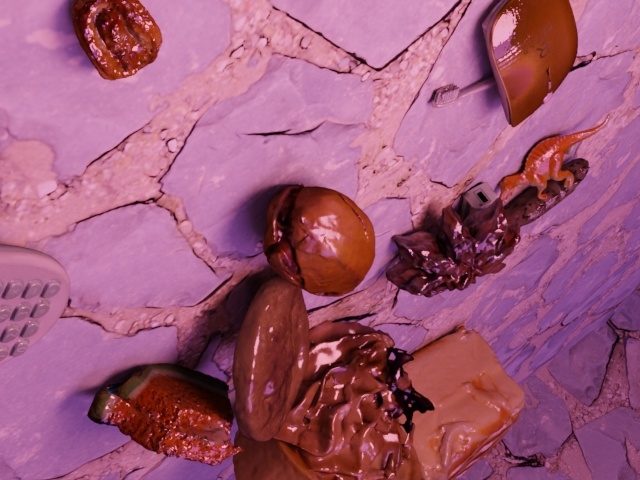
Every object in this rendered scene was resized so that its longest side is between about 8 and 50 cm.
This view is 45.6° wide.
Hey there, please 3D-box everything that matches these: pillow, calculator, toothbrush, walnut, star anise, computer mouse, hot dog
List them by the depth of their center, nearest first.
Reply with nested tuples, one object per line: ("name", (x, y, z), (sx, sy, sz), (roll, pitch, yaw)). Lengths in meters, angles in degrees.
("hot dog", (-0.153, -0.155, 0.579), (0.058, 0.035, 0.083), (-34, 154, -5))
("calculator", (-0.355, 0.074, 0.666), (0.295, 0.042, 0.184), (-6, 138, -54))
("walnut", (0.000, 0.000, 0.941), (0.137, 0.137, 0.245), (-39, 158, -3))
("computer mouse", (0.275, -0.234, 0.989), (0.126, 0.056, 0.245), (-44, 150, -1))
("toothbrush", (0.253, -0.225, 1.043), (0.275, 0.019, 0.025), (-23, 142, -32))
("star anise", (0.229, 0.032, 1.281), (0.236, 0.109, 0.223), (-30, 157, 22))
("pillow", (0.424, -0.083, 1.441), (0.241, 0.051, 0.093), (-34, -170, -6))

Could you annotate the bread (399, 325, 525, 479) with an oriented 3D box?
("bread", (0.273, 0.450, 1.868), (0.390, 0.279, 0.371), (-26, 153, -32))

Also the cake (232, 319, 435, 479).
("cake", (0.051, 0.316, 1.302), (0.332, 0.332, 0.321), (-1, 129, -53))

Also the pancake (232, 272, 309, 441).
("pancake", (-0.054, 0.161, 1.065), (0.242, 0.050, 0.242), (10, 90, -71))

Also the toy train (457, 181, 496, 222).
("toy train", (0.277, -0.015, 1.383), (0.055, 0.048, 0.252), (-32, 154, -13))

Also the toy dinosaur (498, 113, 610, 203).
("toy dinosaur", (0.406, -0.153, 1.354), (0.142, 0.057, 0.212), (8, 117, -37))

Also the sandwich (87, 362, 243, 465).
("sandwich", (-0.197, 0.222, 1.014), (0.235, 0.159, 0.079), (24, 93, -40))
